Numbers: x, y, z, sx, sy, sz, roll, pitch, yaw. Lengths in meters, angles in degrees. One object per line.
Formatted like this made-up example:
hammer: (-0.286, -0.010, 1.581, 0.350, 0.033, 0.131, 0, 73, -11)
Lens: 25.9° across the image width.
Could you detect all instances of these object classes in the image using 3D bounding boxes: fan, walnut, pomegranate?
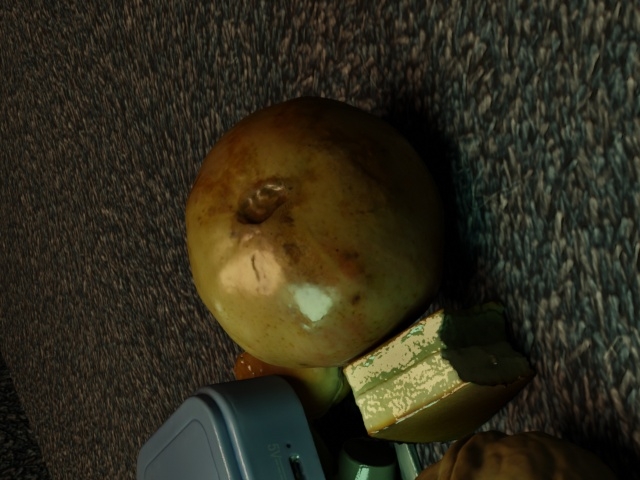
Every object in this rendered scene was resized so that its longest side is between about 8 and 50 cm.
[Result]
fan: (0.117, 0.276, 1.913, 0.057, 0.023, 0.282, -15, 90, 67)
walnut: (0.212, 0.348, 1.464, 0.277, 0.252, 0.313, 120, 141, -57)
pomegranate: (0.000, 0.000, 1.702, 0.338, 0.338, 0.338, 41, 138, 52)

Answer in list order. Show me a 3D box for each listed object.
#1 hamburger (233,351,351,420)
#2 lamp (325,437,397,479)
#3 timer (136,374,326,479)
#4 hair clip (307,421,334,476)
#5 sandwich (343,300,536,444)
hamburger: (-0.027, 0.184, 2.028, 0.283, 0.144, 0.156, -47, 61, 59)
lamp: (0.048, 0.393, 1.992, 0.121, 0.121, 0.214, 40, 125, 53)
timer: (-0.104, 0.403, 1.978, 0.395, 0.173, 0.395, 19, 112, 57)
hair clip: (-0.050, 0.388, 2.157, 0.172, 0.113, 0.282, -38, 57, 16)
sandwich: (0.165, 0.160, 1.652, 0.186, 0.220, 0.108, -33, 65, 26)
